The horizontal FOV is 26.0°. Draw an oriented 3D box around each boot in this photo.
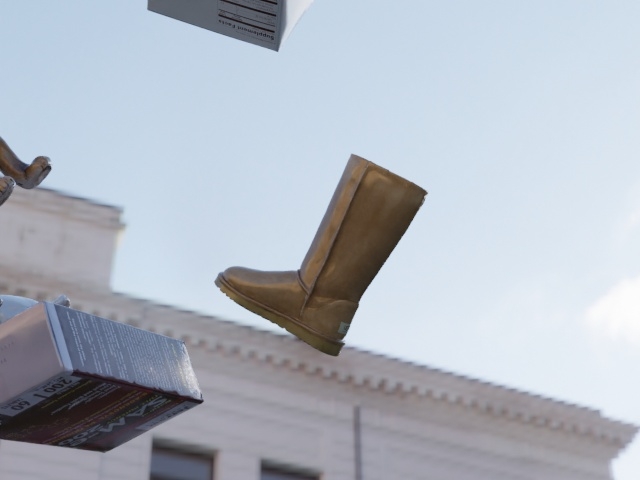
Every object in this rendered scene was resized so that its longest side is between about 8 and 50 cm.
[{"bbox_3d":[0.000,0.000,1.986,0.236,0.269,0.089,28,5,21],"label":"boot"}]

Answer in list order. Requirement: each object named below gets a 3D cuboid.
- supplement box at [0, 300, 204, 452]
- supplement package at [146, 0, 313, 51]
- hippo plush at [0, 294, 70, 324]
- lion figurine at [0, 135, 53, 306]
[{"bbox_3d":[-0.226,0.132,1.278,0.130,0.073,0.239,-28,-22,17],"label":"supplement box"},{"bbox_3d":[-0.066,-0.337,1.368,0.149,0.194,0.203,19,-44,10],"label":"supplement package"},{"bbox_3d":[-0.462,0.133,1.759,0.236,0.294,0.234,29,-62,-34],"label":"hippo plush"},{"bbox_3d":[-0.411,-0.063,1.389,0.240,0.142,0.392,34,-57,6],"label":"lion figurine"}]
